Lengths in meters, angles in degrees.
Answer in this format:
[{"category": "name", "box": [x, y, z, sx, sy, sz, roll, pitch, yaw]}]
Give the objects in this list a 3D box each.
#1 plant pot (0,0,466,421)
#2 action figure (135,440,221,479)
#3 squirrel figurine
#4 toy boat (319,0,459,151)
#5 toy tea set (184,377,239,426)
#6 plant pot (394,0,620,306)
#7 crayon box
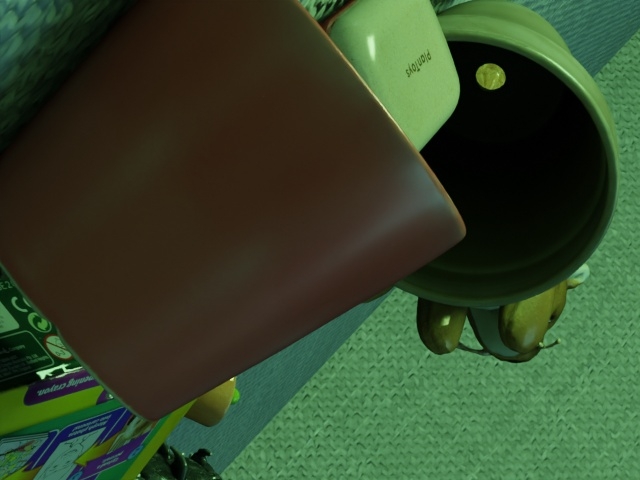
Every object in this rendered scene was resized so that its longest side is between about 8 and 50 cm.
[{"category": "plant pot", "box": [-0.079, -0.029, 1.123, 0.243, 0.275, 0.275, -40, 172, -1]}, {"category": "action figure", "box": [-0.181, 0.245, 1.674, 0.164, 0.275, 0.141, 3, 111, -34]}, {"category": "squirrel figurine", "box": [0.225, -0.029, 2.236, 0.281, 0.397, 0.370, -14, 153, 22]}, {"category": "toy boat", "box": [0.030, -0.147, 1.581, 0.151, 0.151, 0.231, -13, -162, 30]}, {"category": "toy tea set", "box": [-0.047, 0.043, 1.721, 0.336, 0.124, 0.200, -53, -147, 31]}, {"category": "plant pot", "box": [0.178, -0.132, 1.890, 0.323, 0.323, 0.280, -54, -174, 31]}, {"category": "crayon box", "box": [-0.255, 0.160, 1.366, 0.313, 0.106, 0.363, -51, 161, 26]}]
